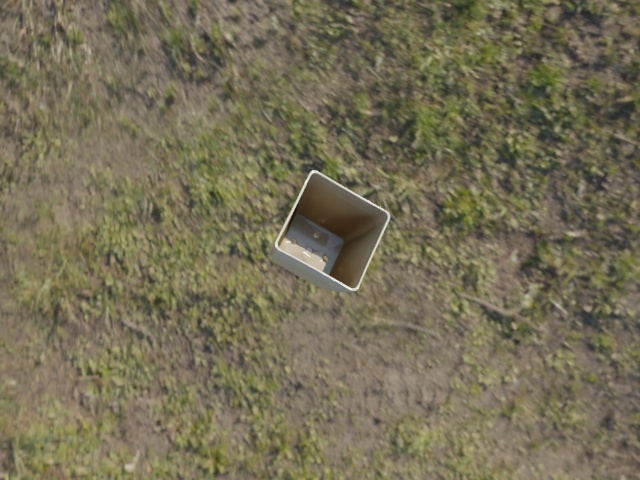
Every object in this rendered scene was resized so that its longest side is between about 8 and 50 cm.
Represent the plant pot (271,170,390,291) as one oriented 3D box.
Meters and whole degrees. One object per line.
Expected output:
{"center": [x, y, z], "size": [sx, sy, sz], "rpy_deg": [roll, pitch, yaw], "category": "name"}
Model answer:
{"center": [0.000, 0.000, 1.186], "size": [0.109, 0.096, 0.109], "rpy_deg": [30, 67, -10], "category": "plant pot"}
